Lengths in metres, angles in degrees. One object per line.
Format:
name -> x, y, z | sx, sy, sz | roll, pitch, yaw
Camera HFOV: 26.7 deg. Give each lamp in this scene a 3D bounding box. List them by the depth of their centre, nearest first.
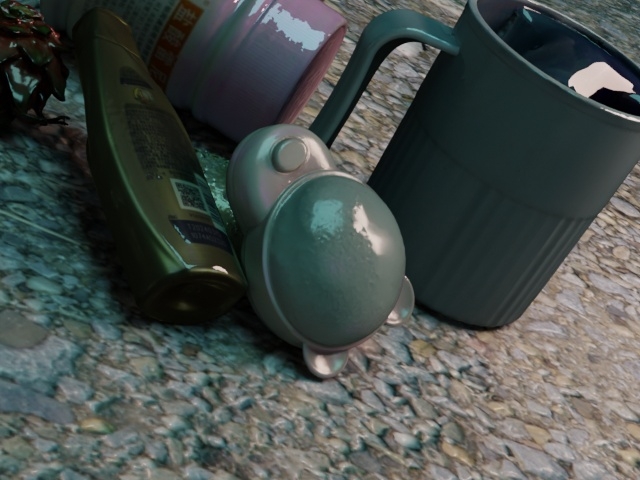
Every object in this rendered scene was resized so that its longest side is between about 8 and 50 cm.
lamp -> 0.001, -0.001, 1.320 | 0.179, 0.108, 0.246 | -35, 102, -40

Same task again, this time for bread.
bread -> -0.078, -0.025, 1.432 | 0.232, 0.064, 0.172 | 44, 32, 21

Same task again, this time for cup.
cup -> 0.181, -0.089, 1.523 | 0.331, 0.311, 0.256 | 3, 38, -41

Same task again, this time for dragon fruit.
dragon fruit -> -0.320, -0.182, 1.399 | 0.130, 0.121, 0.142 | 5, 51, 17

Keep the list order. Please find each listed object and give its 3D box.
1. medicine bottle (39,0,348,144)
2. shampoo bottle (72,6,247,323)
medicine bottle -> -0.150, -0.261, 1.600 | 0.316, 0.202, 0.202 | 32, 28, 4
shampoo bottle -> -0.174, -0.083, 1.332 | 0.126, 0.084, 0.350 | 15, 43, -47
